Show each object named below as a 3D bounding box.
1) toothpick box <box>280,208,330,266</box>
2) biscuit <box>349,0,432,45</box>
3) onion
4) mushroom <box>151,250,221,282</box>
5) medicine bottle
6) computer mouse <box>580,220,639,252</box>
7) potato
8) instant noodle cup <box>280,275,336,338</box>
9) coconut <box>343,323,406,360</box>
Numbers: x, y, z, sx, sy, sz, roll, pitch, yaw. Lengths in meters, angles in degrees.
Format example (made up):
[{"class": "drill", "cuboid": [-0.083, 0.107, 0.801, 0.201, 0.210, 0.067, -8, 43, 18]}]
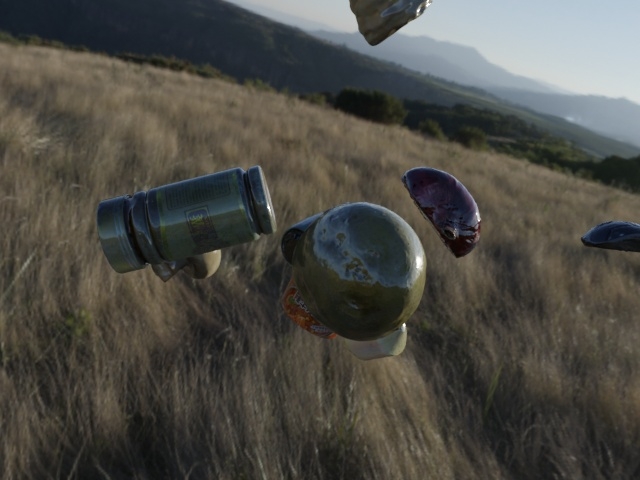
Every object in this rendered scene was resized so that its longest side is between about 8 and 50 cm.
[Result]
[{"class": "toothpick box", "cuboid": [0.000, 0.000, 1.345, 0.120, 0.120, 0.184, 26, 27, 29]}, {"class": "biscuit", "cuboid": [0.004, -0.243, 0.409, 0.219, 0.061, 0.055, 57, 12, -13]}, {"class": "onion", "cuboid": [0.252, -0.063, 1.189, 0.206, 0.098, 0.151, 52, 6, -20]}, {"class": "mushroom", "cuboid": [-0.391, 0.034, 1.719, 0.204, 0.204, 0.204, 14, 18, -5]}, {"class": "medicine bottle", "cuboid": [-0.258, -0.045, 1.201, 0.322, 0.151, 0.151, -14, 21, -1]}, {"class": "computer mouse", "cuboid": [0.735, -0.008, 1.455, 0.217, 0.074, 0.122, 7, 5, -11]}, {"class": "potato", "cuboid": [0.046, 0.041, 0.813, 0.160, 0.178, 0.235, 21, -6, -33]}, {"class": "instant noodle cup", "cuboid": [0.021, 0.142, 1.702, 0.250, 0.192, 0.250, 30, 17, -10]}, {"class": "coconut", "cuboid": [0.119, 0.182, 1.238, 0.122, 0.116, 0.116, -17, -6, 39]}]
